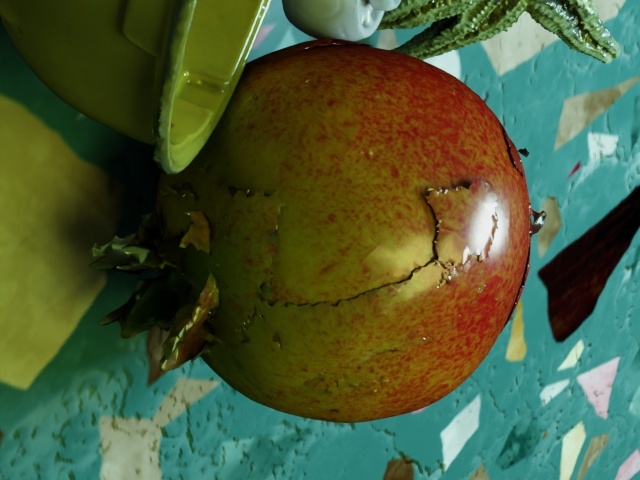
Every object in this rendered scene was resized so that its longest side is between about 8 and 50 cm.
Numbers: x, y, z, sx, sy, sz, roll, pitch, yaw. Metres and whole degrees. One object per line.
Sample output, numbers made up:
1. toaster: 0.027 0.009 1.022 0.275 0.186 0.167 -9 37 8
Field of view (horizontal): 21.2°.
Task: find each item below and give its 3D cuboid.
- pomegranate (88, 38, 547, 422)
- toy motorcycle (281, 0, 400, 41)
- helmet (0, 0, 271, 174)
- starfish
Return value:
1. pomegranate: 0.000 0.000 0.907 0.235 0.210 0.210 -22 126 -22
2. toy motorcycle: 0.028 -0.234 0.922 0.112 0.112 0.254 -3 107 -49
3. helmet: -0.083 -0.168 0.778 0.205 0.140 0.257 77 30 -81
4. starfish: 0.122 -0.149 0.990 0.217 0.223 0.050 40 45 -50
